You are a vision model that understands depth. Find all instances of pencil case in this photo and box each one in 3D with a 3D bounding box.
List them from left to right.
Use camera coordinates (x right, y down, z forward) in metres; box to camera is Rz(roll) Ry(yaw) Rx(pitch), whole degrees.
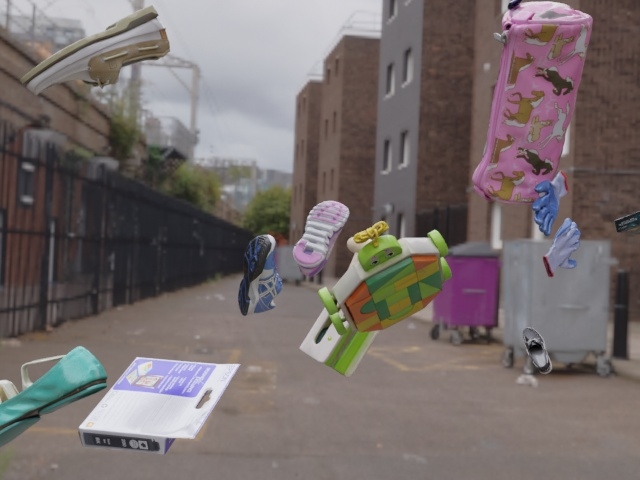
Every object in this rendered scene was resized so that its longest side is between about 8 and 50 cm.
[{"bbox_3d":[0.393,-0.252,1.592,0.167,0.386,0.160,13,33,15],"label":"pencil case"}]

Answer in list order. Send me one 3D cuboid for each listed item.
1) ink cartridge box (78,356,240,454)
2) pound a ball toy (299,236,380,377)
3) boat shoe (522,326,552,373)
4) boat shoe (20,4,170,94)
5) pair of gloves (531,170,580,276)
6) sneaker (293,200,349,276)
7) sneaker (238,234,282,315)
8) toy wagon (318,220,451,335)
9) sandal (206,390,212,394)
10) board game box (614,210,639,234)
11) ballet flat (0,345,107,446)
[{"bbox_3d":[-0.260,0.273,1.403,0.208,0.045,0.206,0,26,18],"label":"ink cartridge box"},{"bbox_3d":[0.060,0.154,2.106,0.136,0.319,0.208,27,-7,46],"label":"pound a ball toy"},{"bbox_3d":[0.506,0.254,1.981,0.046,0.125,0.038,-25,-38,17],"label":"boat shoe"},{"bbox_3d":[-0.432,-0.352,1.650,0.302,0.103,0.113,-33,18,-17],"label":"boat shoe"},{"bbox_3d":[0.443,-0.027,1.568,0.023,0.198,0.159,-4,26,40],"label":"pair of gloves"},{"bbox_3d":[0.000,0.000,2.167,0.095,0.236,0.104,18,-37,15],"label":"sneaker"},{"bbox_3d":[-0.125,0.073,1.849,0.081,0.211,0.080,-1,39,-23],"label":"sneaker"},{"bbox_3d":[0.129,0.076,1.663,0.267,0.068,0.344,-28,-28,-2],"label":"toy wagon"},{"bbox_3d":[-0.303,0.286,1.607,0.265,0.076,0.102,-29,22,-29],"label":"sandal"},{"bbox_3d":[0.637,-0.038,1.512,0.186,0.026,0.126,4,-20,-35],"label":"board game box"},{"bbox_3d":[-0.427,0.228,1.226,0.247,0.087,0.083,-30,-14,5],"label":"ballet flat"}]
